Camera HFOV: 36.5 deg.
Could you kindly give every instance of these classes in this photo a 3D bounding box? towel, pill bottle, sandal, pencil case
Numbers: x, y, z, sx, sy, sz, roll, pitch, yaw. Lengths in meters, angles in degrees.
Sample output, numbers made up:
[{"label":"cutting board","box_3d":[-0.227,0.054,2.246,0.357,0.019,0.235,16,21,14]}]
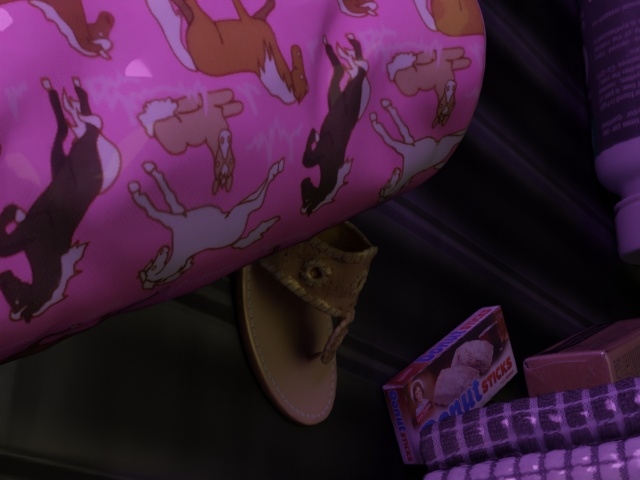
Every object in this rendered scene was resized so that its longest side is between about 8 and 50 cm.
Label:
[{"label":"towel","box_3d":[0.223,0.222,0.713,0.121,0.234,0.284,-81,150,-52]},{"label":"pill bottle","box_3d":[0.405,-0.164,1.090,0.204,0.204,0.361,12,71,-50]},{"label":"sandal","box_3d":[-0.004,0.001,0.622,0.088,0.079,0.240,-9,89,-53]},{"label":"pencil case","box_3d":[-0.084,-0.056,0.437,0.386,0.160,0.167,-25,89,-44]}]

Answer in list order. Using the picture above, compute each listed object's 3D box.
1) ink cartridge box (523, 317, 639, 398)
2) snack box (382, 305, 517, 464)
[{"label":"ink cartridge box","box_3d":[0.295,0.206,0.950,0.193,0.088,0.235,-9,88,-54]},{"label":"snack box","box_3d":[0.109,0.112,0.787,0.178,0.022,0.064,-27,105,-52]}]
